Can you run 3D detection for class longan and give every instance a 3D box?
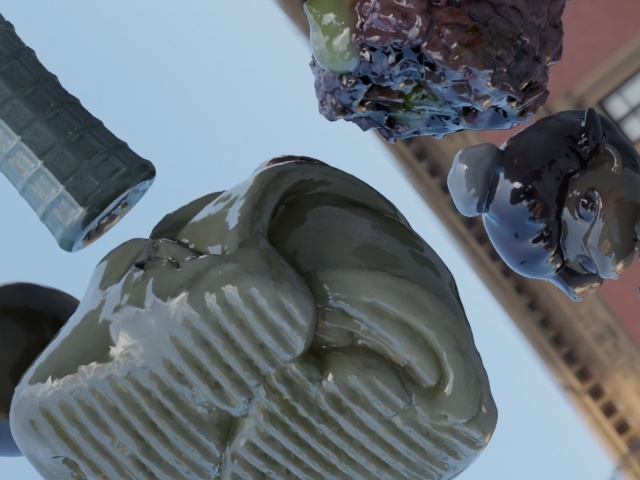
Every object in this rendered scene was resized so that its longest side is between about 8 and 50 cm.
[{"bbox_3d":[-0.285,0.119,1.645,0.167,0.167,0.187,49,-151,-4],"label":"longan"}]

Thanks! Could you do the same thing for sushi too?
[{"bbox_3d":[0.093,-0.193,1.659,0.237,0.270,0.170,13,-104,-28],"label":"sushi"}]

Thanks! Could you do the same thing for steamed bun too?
[{"bbox_3d":[-0.039,0.091,1.457,0.342,0.368,0.255,42,-148,-27],"label":"steamed bun"}]

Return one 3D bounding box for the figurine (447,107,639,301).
[{"bbox_3d":[0.343,-0.005,2.019,0.365,0.206,0.218,37,163,39],"label":"figurine"}]

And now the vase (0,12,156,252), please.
[{"bbox_3d":[-0.284,-0.131,1.567,0.299,0.143,0.143,46,-159,3],"label":"vase"}]

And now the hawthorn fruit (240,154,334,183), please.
[{"bbox_3d":[0.000,0.000,1.831,0.235,0.181,0.181,13,169,45],"label":"hawthorn fruit"}]
